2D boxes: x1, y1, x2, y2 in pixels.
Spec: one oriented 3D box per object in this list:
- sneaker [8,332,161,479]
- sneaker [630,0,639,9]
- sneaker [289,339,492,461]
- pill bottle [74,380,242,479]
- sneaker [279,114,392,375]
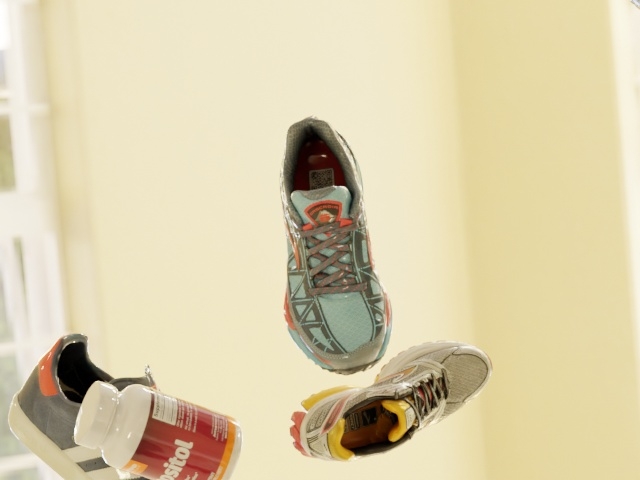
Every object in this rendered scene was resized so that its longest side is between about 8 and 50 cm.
[{"bbox_3d":[-0.194,0.233,1.917,0.350,0.148,0.131,34,-159,16],"label":"sneaker"},{"bbox_3d":[0.428,-0.338,1.637,0.385,0.147,0.145,-48,167,-26],"label":"sneaker"},{"bbox_3d":[0.085,0.174,1.763,0.225,0.088,0.092,-25,-163,-22],"label":"sneaker"},{"bbox_3d":[-0.160,0.193,1.688,0.152,0.086,0.086,21,172,-19],"label":"pill bottle"},{"bbox_3d":[0.000,0.000,1.631,0.104,0.262,0.125,-13,153,2],"label":"sneaker"}]
